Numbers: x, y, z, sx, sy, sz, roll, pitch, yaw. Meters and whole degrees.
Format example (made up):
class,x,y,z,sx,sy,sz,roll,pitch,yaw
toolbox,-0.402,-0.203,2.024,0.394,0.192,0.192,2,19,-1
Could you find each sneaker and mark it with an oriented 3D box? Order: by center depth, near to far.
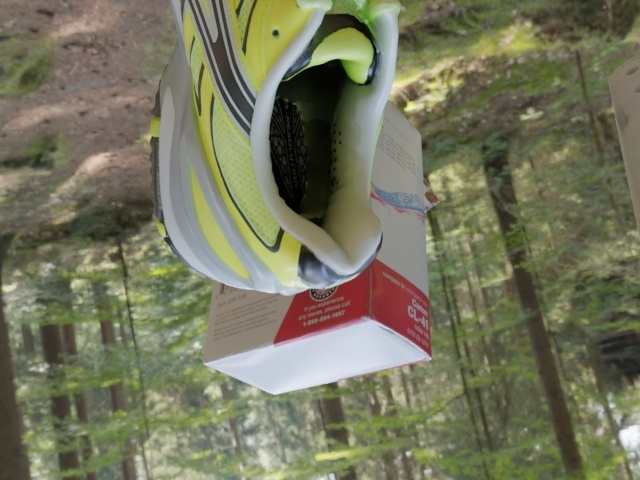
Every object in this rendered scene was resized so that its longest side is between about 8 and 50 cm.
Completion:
class,x,y,z,sx,sy,sz,roll,pitch,yaw
sneaker,-0.015,-0.155,0.388,0.145,0.384,0.147,-15,-162,-37

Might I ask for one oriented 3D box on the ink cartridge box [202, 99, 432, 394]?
class,x,y,z,sx,sy,sz,roll,pitch,yaw
ink cartridge box,0.000,0.000,0.804,0.226,0.306,0.131,-20,140,33

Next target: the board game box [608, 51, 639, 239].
class,x,y,z,sx,sy,sz,roll,pitch,yaw
board game box,0.360,-0.109,0.369,0.390,0.050,0.390,-33,-160,33

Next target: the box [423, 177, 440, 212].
class,x,y,z,sx,sy,sz,roll,pitch,yaw
box,0.110,-0.184,1.358,0.063,0.324,0.067,-36,179,-7
